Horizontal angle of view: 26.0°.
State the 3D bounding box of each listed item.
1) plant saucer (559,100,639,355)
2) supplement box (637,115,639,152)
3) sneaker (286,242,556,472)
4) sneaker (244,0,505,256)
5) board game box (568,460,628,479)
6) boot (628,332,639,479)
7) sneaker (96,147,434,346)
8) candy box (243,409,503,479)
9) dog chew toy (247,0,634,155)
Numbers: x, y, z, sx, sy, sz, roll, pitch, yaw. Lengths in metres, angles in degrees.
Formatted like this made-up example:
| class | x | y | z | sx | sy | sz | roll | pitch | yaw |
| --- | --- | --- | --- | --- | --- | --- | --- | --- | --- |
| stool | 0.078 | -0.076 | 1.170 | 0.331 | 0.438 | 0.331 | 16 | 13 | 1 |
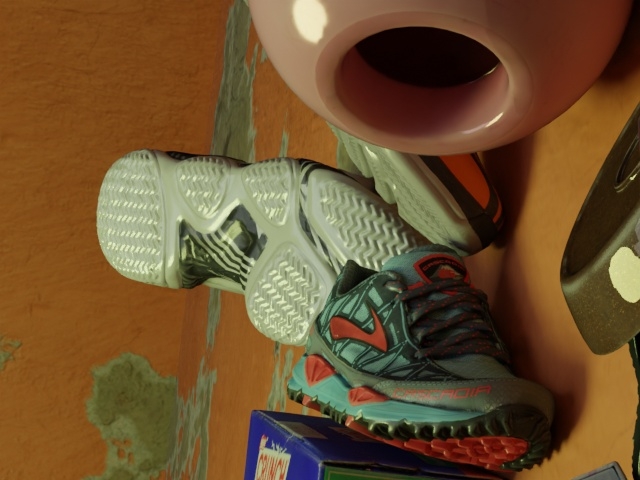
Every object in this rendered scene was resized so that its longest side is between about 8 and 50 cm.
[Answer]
| class | x | y | z | sx | sy | sz | roll | pitch | yaw |
| --- | --- | --- | --- | --- | --- | --- | --- | --- | --- |
| plant saucer | 0.141 | -0.034 | 0.555 | 0.168 | 0.029 | 0.168 | -61 | -1 | -2 |
| supplement box | 0.174 | -0.030 | 0.372 | 0.188 | 0.104 | 0.080 | 124 | 151 | -66 |
| sneaker | 0.056 | 0.060 | 0.840 | 0.262 | 0.104 | 0.125 | 9 | 83 | 65 |
| sneaker | 0.067 | -0.154 | 0.922 | 0.321 | 0.180 | 0.124 | 57 | 175 | 18 |
| board game box | 0.015 | 0.249 | 0.481 | 0.318 | 0.319 | 0.066 | -105 | -8 | -61 |
| boot | 0.156 | 0.067 | 0.542 | 0.099 | 0.045 | 0.121 | -136 | 47 | -78 |
| sneaker | 0.000 | 0.000 | 1.130 | 0.366 | 0.210 | 0.137 | 14 | 98 | 44 |
| candy box | 0.008 | 0.285 | 0.922 | 0.268 | 0.122 | 0.317 | 180 | 97 | -79 |
| dog chew toy | 0.074 | -0.211 | 0.771 | 0.206 | 0.207 | 0.331 | 115 | 167 | -56 |
